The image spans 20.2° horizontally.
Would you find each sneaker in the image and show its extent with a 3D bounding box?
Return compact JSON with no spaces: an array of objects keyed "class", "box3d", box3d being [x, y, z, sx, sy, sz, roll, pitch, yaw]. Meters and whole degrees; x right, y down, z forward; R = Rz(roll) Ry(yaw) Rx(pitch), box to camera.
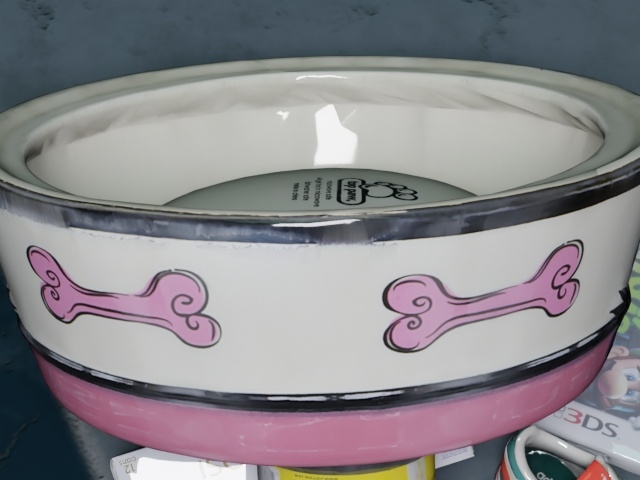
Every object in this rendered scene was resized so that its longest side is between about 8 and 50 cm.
[{"class":"sneaker","box3d":[0.173,0.173,1.098,0.161,0.075,0.057,40,69,23]}]

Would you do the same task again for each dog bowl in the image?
[{"class":"dog bowl","box3d":[0.000,0.000,1.064,0.408,0.150,0.408,-2,16,1]}]

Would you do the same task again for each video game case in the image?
[{"class":"video game case","box3d":[0.185,0.051,1.201,0.173,0.022,0.190,20,62,14]}]

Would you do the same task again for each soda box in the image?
[{"class":"soda box","box3d":[-0.019,0.135,1.121,0.216,0.074,0.069,-16,86,-7]}]

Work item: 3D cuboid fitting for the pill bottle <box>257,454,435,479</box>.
[{"class":"pill bottle","box3d":[0.017,0.183,1.039,0.103,0.184,0.103,-2,15,1]}]
